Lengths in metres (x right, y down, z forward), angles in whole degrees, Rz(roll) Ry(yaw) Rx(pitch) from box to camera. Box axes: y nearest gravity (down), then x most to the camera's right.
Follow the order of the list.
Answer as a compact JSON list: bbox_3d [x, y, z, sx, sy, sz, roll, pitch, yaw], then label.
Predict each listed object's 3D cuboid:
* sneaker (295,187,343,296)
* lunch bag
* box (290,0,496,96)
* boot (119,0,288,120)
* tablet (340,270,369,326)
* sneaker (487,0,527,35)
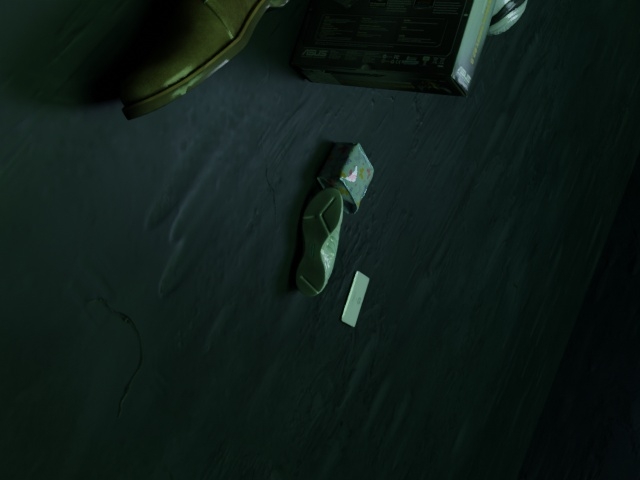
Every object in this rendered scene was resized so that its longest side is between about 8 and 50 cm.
[{"bbox_3d":[0.000,0.000,1.195,0.061,0.053,0.152,-9,113,-75],"label":"sneaker"},{"bbox_3d":[0.038,-0.087,1.217,0.083,0.053,0.071,53,53,-43],"label":"lunch bag"},{"bbox_3d":[0.093,-0.278,1.051,0.056,0.231,0.183,32,72,-56],"label":"box"},{"bbox_3d":[-0.122,-0.236,0.851,0.115,0.112,0.305,55,47,-29],"label":"boot"},{"bbox_3d":[0.056,0.094,1.367,0.054,0.006,0.083,35,72,-60],"label":"tablet"},{"bbox_3d":[0.312,-0.546,1.423,0.210,0.137,0.366,37,73,-62],"label":"sneaker"}]
